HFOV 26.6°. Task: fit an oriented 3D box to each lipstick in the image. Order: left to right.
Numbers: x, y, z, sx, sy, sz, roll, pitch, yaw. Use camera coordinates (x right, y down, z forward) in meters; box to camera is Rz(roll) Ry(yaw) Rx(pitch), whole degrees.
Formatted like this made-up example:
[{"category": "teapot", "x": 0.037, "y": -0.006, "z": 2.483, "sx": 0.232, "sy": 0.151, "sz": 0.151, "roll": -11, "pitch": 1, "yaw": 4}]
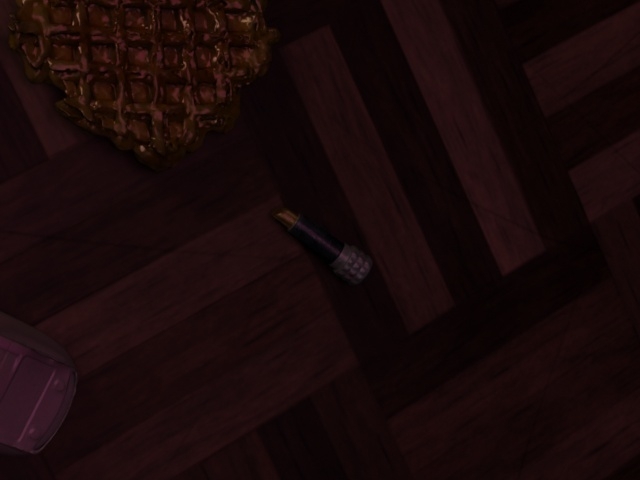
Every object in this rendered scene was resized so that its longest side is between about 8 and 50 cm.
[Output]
[{"category": "lipstick", "x": 0.000, "y": 0.000, "z": 1.387, "sx": 0.116, "sy": 0.037, "sz": 0.037, "roll": 38, "pitch": 74, "yaw": -15}]

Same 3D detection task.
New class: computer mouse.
[{"category": "computer mouse", "x": -0.330, "y": 0.111, "z": 1.205, "sx": 0.245, "sy": 0.056, "sz": 0.126, "roll": 29, "pitch": 82, "yaw": -36}]

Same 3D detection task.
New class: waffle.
[{"category": "waffle", "x": -0.167, "y": -0.203, "z": 1.305, "sx": 0.254, "sy": 0.052, "sz": 0.245, "roll": 42, "pitch": 71, "yaw": -20}]
